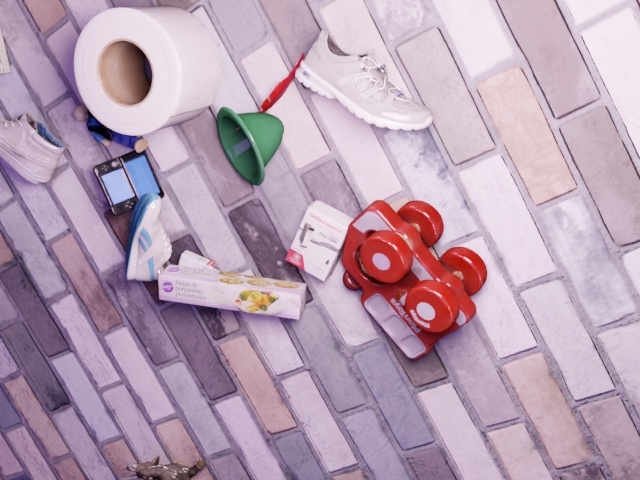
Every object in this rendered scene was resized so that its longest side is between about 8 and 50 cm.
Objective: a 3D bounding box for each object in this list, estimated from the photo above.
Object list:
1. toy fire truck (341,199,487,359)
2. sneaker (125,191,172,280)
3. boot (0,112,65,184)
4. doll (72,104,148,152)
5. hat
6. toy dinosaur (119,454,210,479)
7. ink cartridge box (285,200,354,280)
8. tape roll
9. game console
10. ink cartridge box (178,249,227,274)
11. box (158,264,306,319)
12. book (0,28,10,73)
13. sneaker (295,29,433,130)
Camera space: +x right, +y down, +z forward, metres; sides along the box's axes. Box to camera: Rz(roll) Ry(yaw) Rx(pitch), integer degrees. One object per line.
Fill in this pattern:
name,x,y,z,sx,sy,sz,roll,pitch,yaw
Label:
toy fire truck,0.157,0.080,1.464,0.302,0.169,0.254,48,136,1
sneaker,-0.379,-0.008,1.666,0.092,0.087,0.228,5,125,-21
boot,-0.710,-0.254,1.720,0.258,0.095,0.123,38,111,-4
doll,-0.467,-0.261,1.638,0.189,0.046,0.129,22,124,20
hat,-0.091,-0.233,1.517,0.173,0.184,0.208,58,159,3
toy dinosaur,-0.348,0.646,1.882,0.160,0.121,0.313,-32,99,39
ink cartridge box,0.000,0.000,1.542,0.099,0.056,0.135,29,116,11
tape roll,-0.346,-0.346,1.495,0.246,0.169,0.246,7,109,20
game console,-0.428,-0.131,1.657,0.071,0.107,0.122,-9,105,53
ink cartridge box,-0.267,0.074,1.684,0.115,0.029,0.062,23,114,5
box,-0.193,0.112,1.627,0.324,0.067,0.063,8,111,11
book,-0.772,-0.452,1.702,0.096,0.035,0.144,-2,108,26
sneaker,0.087,-0.294,1.381,0.281,0.105,0.115,29,116,10
